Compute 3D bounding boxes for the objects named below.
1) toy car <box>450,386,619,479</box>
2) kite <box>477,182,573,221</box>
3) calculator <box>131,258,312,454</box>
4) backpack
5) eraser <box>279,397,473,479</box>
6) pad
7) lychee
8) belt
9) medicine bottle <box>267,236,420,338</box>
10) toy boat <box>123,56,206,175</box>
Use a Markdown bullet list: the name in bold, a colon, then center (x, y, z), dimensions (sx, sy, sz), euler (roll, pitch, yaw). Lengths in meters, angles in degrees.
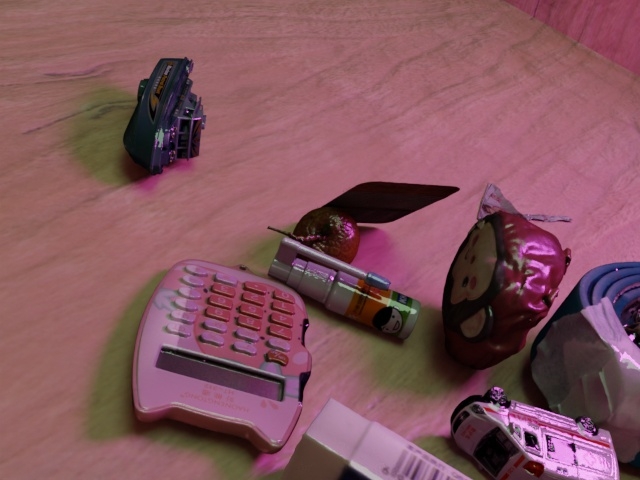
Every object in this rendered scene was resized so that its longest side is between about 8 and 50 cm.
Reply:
- **toy car**: center (0.263, 0.266, 0.975), dimensions (0.210, 0.089, 0.108), euler (20, 39, -10)
- **kite**: center (0.404, -0.048, 1.552), dimensions (0.250, 0.012, 0.229), euler (0, 41, -32)
- **calculator**: center (-0.117, 0.130, 0.988), dimensions (0.220, 0.048, 0.329), euler (16, 32, -7)
- **backpack**: center (0.248, 0.082, 1.107), dimensions (0.139, 0.229, 0.229), euler (21, 34, -5)
- **eraser**: center (0.096, 0.289, 0.815), dimensions (0.279, 0.124, 0.081), euler (30, 34, 10)
- **pad**: center (0.161, -0.026, 1.235), dimensions (0.323, 0.250, 0.055), euler (21, 71, -17)
- **lychee**: center (0.002, 0.004, 1.170), dimensions (0.114, 0.101, 0.140), euler (-8, 12, 14)
- **belt**: center (0.515, 0.181, 1.157), dimensions (0.437, 0.173, 0.300), euler (-3, 44, -32)
- **medicine bottle**: center (0.036, 0.065, 1.116), dimensions (0.221, 0.092, 0.061), euler (22, 44, 0)
- **toy boat**: center (-0.252, -0.198, 1.294), dimensions (0.122, 0.114, 0.296), euler (7, 36, -7)
